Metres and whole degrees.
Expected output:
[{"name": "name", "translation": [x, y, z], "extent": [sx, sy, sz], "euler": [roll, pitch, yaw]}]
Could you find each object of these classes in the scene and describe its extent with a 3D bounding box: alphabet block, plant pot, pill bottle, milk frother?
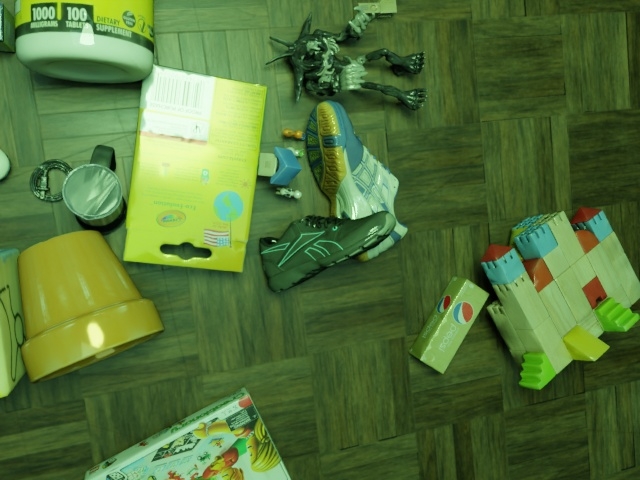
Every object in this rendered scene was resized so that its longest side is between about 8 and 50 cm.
[{"name": "alphabet block", "translation": [-0.550, 0.124, 0.869], "extent": [0.194, 0.192, 0.196], "euler": [-6, 95, -13]}, {"name": "plant pot", "translation": [-0.374, 0.093, 0.921], "extent": [0.205, 0.205, 0.187], "euler": [-22, 84, -13]}, {"name": "pill bottle", "translation": [-0.336, -0.410, 0.851], "extent": [0.188, 0.188, 0.333], "euler": [-1, 93, -15]}, {"name": "milk frother", "translation": [-0.382, -0.079, 0.923], "extent": [0.143, 0.135, 0.129], "euler": [-8, 82, -16]}]

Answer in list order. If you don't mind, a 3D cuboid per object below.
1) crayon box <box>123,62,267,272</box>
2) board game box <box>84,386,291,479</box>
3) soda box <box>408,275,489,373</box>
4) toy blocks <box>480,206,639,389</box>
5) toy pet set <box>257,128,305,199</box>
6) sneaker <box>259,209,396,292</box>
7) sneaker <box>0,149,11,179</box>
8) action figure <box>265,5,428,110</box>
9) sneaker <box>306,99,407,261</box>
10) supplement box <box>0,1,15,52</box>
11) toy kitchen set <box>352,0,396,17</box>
[{"name": "crayon box", "translation": [-0.212, -0.115, 0.996], "extent": [0.203, 0.081, 0.318], "euler": [8, 92, -15]}, {"name": "board game box", "translation": [-0.227, 0.418, 1.050], "extent": [0.306, 0.053, 0.192], "euler": [-27, 101, -12]}, {"name": "soda box", "translation": [0.249, 0.163, 1.157], "extent": [0.061, 0.058, 0.181], "euler": [33, 85, -15]}, {"name": "toy blocks", "translation": [0.454, 0.066, 1.152], "extent": [0.382, 0.191, 0.260], "euler": [-31, 96, -24]}, {"name": "toy pet set", "translation": [-0.047, -0.133, 1.019], "extent": [0.114, 0.065, 0.122], "euler": [1, 96, -54]}, {"name": "sneaker", "translation": [0.000, 0.000, 1.005], "extent": [0.268, 0.101, 0.106], "euler": [-26, 84, 27]}, {"name": "sneaker", "translation": [-0.593, -0.148, 0.888], "extent": [0.237, 0.086, 0.085], "euler": [24, 86, -17]}, {"name": "action figure", "translation": [0.052, -0.313, 1.022], "extent": [0.276, 0.141, 0.163], "euler": [8, 80, -16]}, {"name": "sneaker", "translation": [0.069, -0.115, 1.068], "extent": [0.131, 0.112, 0.296], "euler": [-25, 112, -21]}, {"name": "supplement box", "translation": [-0.514, -0.323, 0.895], "extent": [0.084, 0.083, 0.056], "euler": [0, 94, -16]}, {"name": "toy kitchen set", "translation": [0.101, -0.450, 1.061], "extent": [0.075, 0.068, 0.083], "euler": [-8, 96, -15]}]
